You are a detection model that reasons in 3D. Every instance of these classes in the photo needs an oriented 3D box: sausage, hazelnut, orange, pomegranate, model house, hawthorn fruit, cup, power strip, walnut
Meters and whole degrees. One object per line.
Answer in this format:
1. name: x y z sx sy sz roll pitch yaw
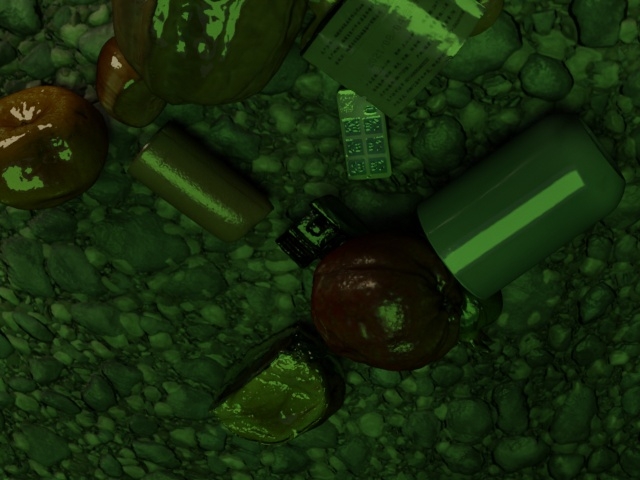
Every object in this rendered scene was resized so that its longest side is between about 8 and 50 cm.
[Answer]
1. sausage: -0.217 -0.098 1.770 0.253 0.123 0.123 38 118 -11
2. hazelnut: -0.333 -0.278 1.682 0.150 0.150 0.150 4 120 7
3. orange: -0.500 -0.148 1.737 0.249 0.249 0.183 -3 135 11
4. pomegranate: 0.267 0.136 1.822 0.152 0.131 0.191 3 132 18
5. model house: 0.005 0.005 1.801 0.165 0.106 0.152 44 115 -11
6. hawthorn fruit: 0.114 0.108 1.676 0.262 0.258 0.258 -11 117 6
7. cup: 0.344 -0.063 1.642 0.312 0.205 0.205 -36 108 19
8. power strip: 0.079 -0.192 1.718 0.082 0.035 0.192 -3 120 11
9. walnut: -0.180 -0.369 1.517 0.306 0.306 0.343 24 111 -4

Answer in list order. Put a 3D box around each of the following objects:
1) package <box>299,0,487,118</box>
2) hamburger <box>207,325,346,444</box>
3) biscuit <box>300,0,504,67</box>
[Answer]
1. package: 0.112 -0.333 1.565 0.204 0.062 0.251 35 121 -10
2. hamburger: -0.067 0.311 1.973 0.211 0.132 0.309 41 118 -15
3. biscuit: 0.129 -0.384 1.594 0.340 0.047 0.216 1 121 9
